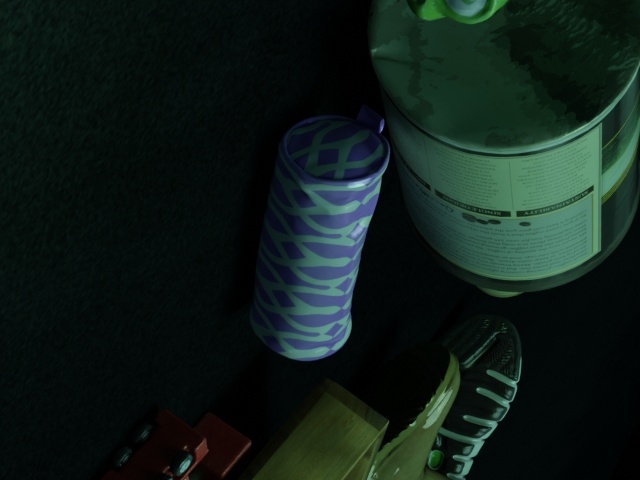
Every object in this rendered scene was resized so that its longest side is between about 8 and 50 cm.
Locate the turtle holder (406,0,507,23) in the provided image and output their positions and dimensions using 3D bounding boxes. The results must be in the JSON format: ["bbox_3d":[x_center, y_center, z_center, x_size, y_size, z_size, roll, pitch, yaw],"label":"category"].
[{"bbox_3d":[0.142,-0.269,1.191,0.320,0.227,0.243,-23,141,-60],"label":"turtle holder"}]

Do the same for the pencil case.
[{"bbox_3d":[0.000,0.000,1.470,0.088,0.086,0.206,-29,148,-33],"label":"pencil case"}]

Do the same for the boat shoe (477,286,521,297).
[{"bbox_3d":[0.241,-0.030,2.013,0.285,0.104,0.089,-47,156,-32],"label":"boat shoe"}]

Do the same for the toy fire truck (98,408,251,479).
[{"bbox_3d":[-0.130,0.198,1.512,0.192,0.047,0.135,-49,161,-24],"label":"toy fire truck"}]

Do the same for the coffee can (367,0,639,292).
[{"bbox_3d":[0.149,-0.101,1.512,0.201,0.201,0.275,-54,161,-14],"label":"coffee can"}]

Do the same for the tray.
[{"bbox_3d":[-0.056,0.295,1.739,0.203,0.076,0.411,-49,168,-28],"label":"tray"}]

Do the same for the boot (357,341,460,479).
[{"bbox_3d":[0.125,0.247,1.989,0.269,0.089,0.236,35,99,-38],"label":"boot"}]

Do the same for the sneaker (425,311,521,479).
[{"bbox_3d":[0.129,0.204,2.147,0.162,0.106,0.281,-125,-121,-88],"label":"sneaker"}]
